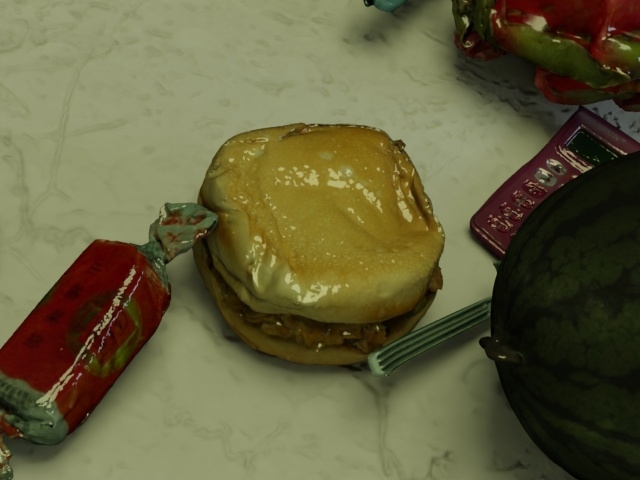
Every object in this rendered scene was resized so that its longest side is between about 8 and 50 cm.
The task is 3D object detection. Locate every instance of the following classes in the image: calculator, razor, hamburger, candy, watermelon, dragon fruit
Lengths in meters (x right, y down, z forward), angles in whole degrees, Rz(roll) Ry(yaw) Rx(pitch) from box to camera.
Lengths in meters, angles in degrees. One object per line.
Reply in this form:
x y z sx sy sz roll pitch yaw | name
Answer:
0.226 -0.030 1.555 0.126 0.034 0.190 38 60 15 | calculator
0.096 0.073 1.411 0.191 0.037 0.068 -22 91 -45 | razor
-0.002 0.000 1.427 0.213 0.108 0.214 7 53 -10 | hamburger
-0.180 0.073 1.336 0.086 0.059 0.292 20 59 31 | candy
0.281 0.063 1.338 0.359 0.279 0.279 -5 54 -12 | watermelon
0.267 -0.234 1.600 0.302 0.237 0.231 -15 13 -7 | dragon fruit

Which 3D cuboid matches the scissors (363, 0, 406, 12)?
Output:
0.148 -0.325 1.714 0.180 0.032 0.393 46 50 -3 | scissors
